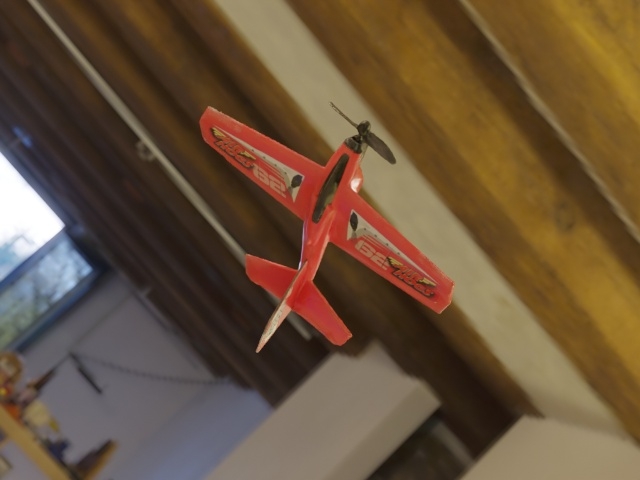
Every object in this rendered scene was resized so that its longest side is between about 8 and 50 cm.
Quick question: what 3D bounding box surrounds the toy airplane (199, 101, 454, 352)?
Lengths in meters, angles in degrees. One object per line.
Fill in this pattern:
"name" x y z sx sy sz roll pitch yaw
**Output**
"toy airplane" 0.000 0.000 0.664 0.151 0.028 0.151 18 -55 28
